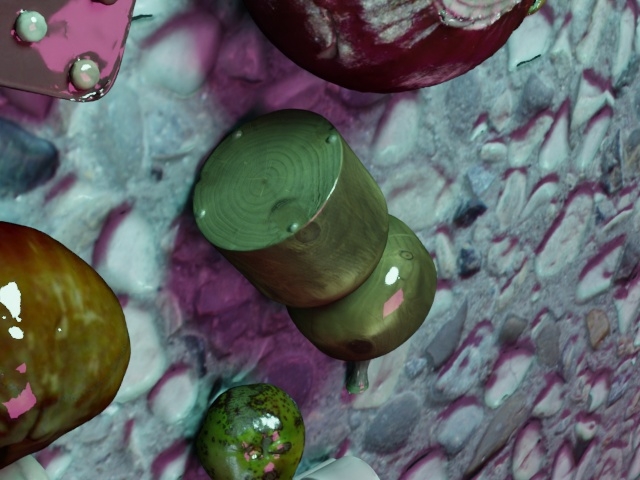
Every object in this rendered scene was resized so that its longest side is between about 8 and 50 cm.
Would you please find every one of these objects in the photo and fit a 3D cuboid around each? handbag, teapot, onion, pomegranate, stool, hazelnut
[{"bbox_3d":[-0.248,-0.229,0.953,0.216,0.074,0.203,7,104,-49],"label":"handbag"},{"bbox_3d":[0.054,0.151,1.515,0.042,0.042,0.111,-19,128,-40],"label":"teapot"},{"bbox_3d":[0.073,-0.271,1.114,0.336,0.281,0.260,2,105,-48],"label":"onion"},{"bbox_3d":[-0.067,0.237,1.361,0.163,0.125,0.138,2,96,-49],"label":"pomegranate"},{"bbox_3d":[0.000,0.000,1.263,0.179,0.179,0.264,-54,140,-11],"label":"stool"},{"bbox_3d":[-0.282,0.092,0.986,0.251,0.217,0.217,-6,115,-45],"label":"hazelnut"}]

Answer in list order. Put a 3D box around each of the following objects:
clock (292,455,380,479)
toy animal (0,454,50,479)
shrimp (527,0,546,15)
[{"bbox_3d":[0.071,0.447,1.503,0.080,0.290,0.275,-18,115,-40],"label":"clock"},{"bbox_3d":[-0.287,0.320,1.150,0.140,0.138,0.282,-23,129,2],"label":"toy animal"},{"bbox_3d":[0.280,-0.338,1.509,0.114,0.023,0.083,6,108,-53],"label":"shrimp"}]
